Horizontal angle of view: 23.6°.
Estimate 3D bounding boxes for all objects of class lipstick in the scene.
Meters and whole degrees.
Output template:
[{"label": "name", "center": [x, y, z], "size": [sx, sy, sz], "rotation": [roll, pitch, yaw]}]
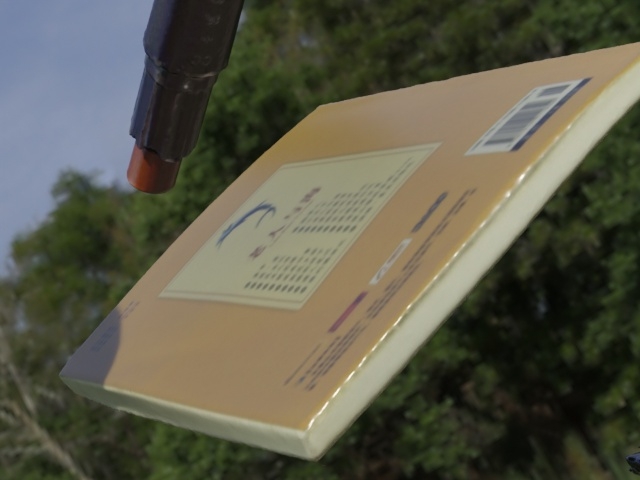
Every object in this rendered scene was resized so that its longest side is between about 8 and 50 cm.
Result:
[{"label": "lipstick", "center": [-0.123, -0.163, 1.371], "size": [0.081, 0.081, 0.299], "rotation": [-19, -35, -36]}]

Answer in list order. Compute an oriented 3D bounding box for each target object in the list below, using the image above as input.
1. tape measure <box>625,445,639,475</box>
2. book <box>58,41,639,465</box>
[{"label": "tape measure", "center": [0.258, 0.152, 0.587], "size": [0.098, 0.215, 0.351], "rotation": [-44, 4, -22]}, {"label": "book", "center": [0.000, 0.000, 0.856], "size": [0.269, 0.032, 0.389], "rotation": [-47, 17, -17]}]
